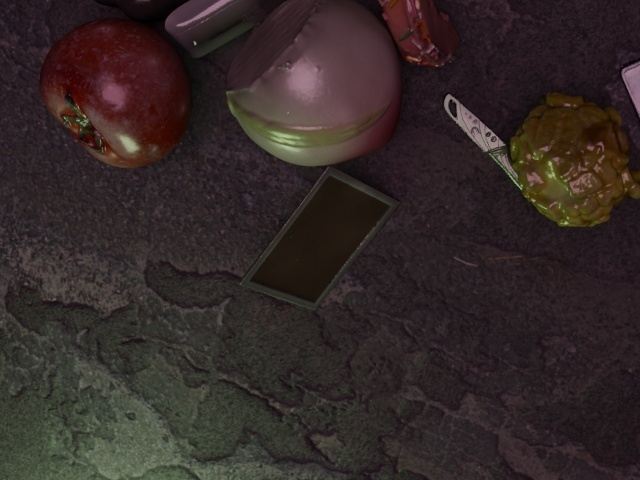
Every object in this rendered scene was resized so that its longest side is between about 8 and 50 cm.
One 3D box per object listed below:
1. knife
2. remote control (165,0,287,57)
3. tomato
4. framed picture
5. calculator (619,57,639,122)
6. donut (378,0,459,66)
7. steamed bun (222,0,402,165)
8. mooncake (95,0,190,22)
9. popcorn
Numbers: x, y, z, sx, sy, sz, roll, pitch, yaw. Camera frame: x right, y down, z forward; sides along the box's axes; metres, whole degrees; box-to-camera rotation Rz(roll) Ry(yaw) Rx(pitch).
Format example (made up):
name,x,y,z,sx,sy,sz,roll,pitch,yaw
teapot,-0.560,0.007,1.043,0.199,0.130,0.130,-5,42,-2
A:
name,x,y,z,sx,sy,sz,roll,pitch,yaw
knife,0.325,-0.156,1.711,0.293,0.020,0.043,44,106,-2
remote control,-0.113,-0.411,1.632,0.313,0.109,0.055,-26,56,14
tomato,-0.345,-0.263,1.661,0.270,0.270,0.227,40,68,-2
framed picture,0.000,0.000,1.719,0.274,0.217,0.017,-51,49,13
calculator,0.641,-0.217,1.654,0.161,0.021,0.262,-25,98,12
donut,0.160,-0.403,1.596,0.085,0.199,0.233,-7,99,28
steamed bun,0.014,-0.249,1.608,0.309,0.309,0.309,2,102,7
mooncake,-0.289,-0.531,1.650,0.306,0.154,0.306,2,105,8
popcorn,0.438,-0.139,1.612,0.216,0.181,0.235,-7,70,17
